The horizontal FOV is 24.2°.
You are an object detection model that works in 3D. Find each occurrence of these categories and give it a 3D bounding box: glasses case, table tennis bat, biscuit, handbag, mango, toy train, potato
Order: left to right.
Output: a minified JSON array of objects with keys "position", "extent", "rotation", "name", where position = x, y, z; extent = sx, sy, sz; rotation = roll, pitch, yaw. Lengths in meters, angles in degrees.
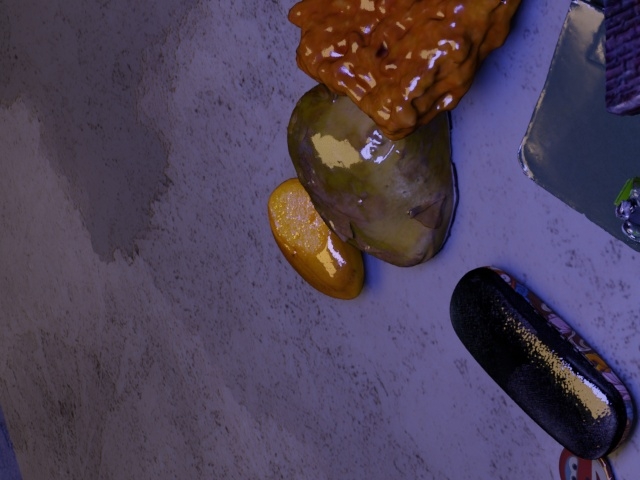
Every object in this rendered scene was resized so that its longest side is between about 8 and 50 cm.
[{"position":[0.004,0.000,2.325],"extent":[0.141,0.102,0.217],"rotation":[-46,64,30],"name":"mango"},{"position":[0.057,-0.100,2.154],"extent":[0.246,0.196,0.299],"rotation":[11,112,51],"name":"potato"},{"position":[0.111,-0.316,2.000],"extent":[0.312,0.110,0.318],"rotation":[40,104,37],"name":"biscuit"},{"position":[0.294,0.162,2.024],"extent":[0.321,0.082,0.122],"rotation":[46,135,31],"name":"glasses case"},{"position":[0.381,0.330,2.026],"extent":[0.155,0.019,0.098],"rotation":[22,118,49],"name":"table tennis bat"},{"position":[0.376,-0.146,1.830],"extent":[0.247,0.079,0.260],"rotation":[41,130,35],"name":"handbag"},{"position":[0.436,-0.013,1.726],"extent":[0.081,0.202,0.060],"rotation":[-78,11,-54],"name":"toy train"}]

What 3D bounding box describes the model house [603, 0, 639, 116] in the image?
[{"position":[0.395,-0.240,1.519],"extent":[0.281,0.249,0.230],"rotation":[-23,106,44],"name":"model house"}]
